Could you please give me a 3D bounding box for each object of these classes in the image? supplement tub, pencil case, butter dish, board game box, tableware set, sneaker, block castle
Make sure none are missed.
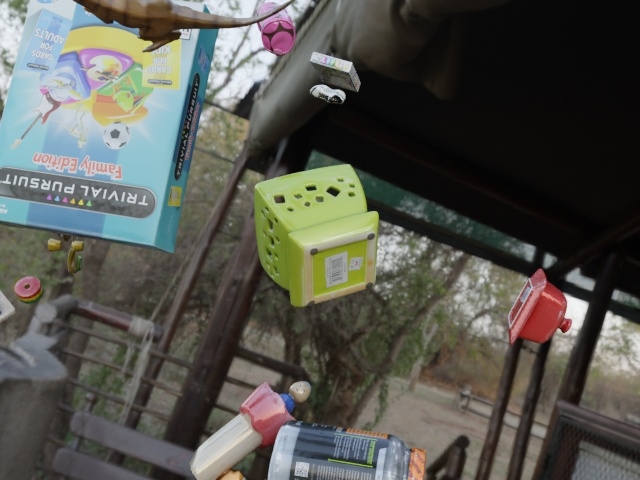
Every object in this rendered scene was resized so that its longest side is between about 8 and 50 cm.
[{"bbox_3d":[0.037,0.302,0.838,0.190,0.117,0.117,5,-9,12],"label":"supplement tub"},{"bbox_3d":[-0.108,-0.507,1.573,0.095,0.098,0.209,11,27,-12],"label":"pencil case"},{"bbox_3d":[0.482,0.160,1.404,0.118,0.160,0.160,26,14,9],"label":"butter dish"},{"bbox_3d":[0.040,-0.425,1.655,0.103,0.026,0.154,19,-1,12],"label":"board game box"},{"bbox_3d":[-0.464,0.009,1.196,0.024,0.104,0.154,3,-8,-4],"label":"tableware set"},{"bbox_3d":[0.016,-0.337,1.512,0.083,0.037,0.032,8,-51,-1],"label":"sneaker"},{"bbox_3d":[0.007,0.441,1.001,0.453,0.212,0.303,51,-17,10],"label":"block castle"},{"bbox_3d":[-0.301,-0.170,0.905,0.253,0.336,0.079,9,-8,8],"label":"board game box"}]

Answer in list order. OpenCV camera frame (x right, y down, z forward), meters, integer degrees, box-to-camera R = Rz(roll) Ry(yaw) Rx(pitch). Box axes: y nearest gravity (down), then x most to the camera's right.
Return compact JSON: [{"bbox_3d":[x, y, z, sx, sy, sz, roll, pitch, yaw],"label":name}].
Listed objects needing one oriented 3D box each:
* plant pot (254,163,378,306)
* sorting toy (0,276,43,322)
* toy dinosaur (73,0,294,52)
[{"bbox_3d":[0.000,0.000,1.385,0.227,0.228,0.207,-15,41,-17],"label":"plant pot"},{"bbox_3d":[-0.650,0.120,1.164,0.132,0.274,0.046,40,-30,25],"label":"sorting toy"},{"bbox_3d":[-0.139,-0.196,0.570,0.211,0.064,0.112,5,13,-17],"label":"toy dinosaur"}]
